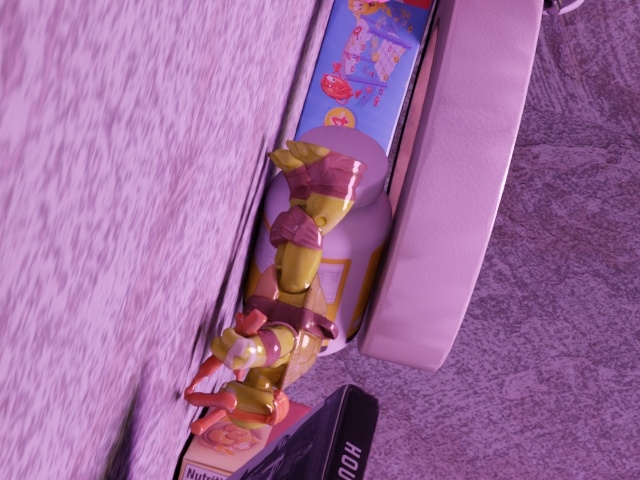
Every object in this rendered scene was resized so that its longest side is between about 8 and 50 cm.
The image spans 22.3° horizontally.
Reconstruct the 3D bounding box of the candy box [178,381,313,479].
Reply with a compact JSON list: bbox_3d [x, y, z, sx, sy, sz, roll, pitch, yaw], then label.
[{"bbox_3d":[-0.093,0.294,1.307,0.183,0.087,0.316,-67,172,-76],"label":"candy box"}]

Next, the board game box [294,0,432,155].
[{"bbox_3d":[0.029,-0.103,1.588,0.302,0.086,0.308,61,45,-87],"label":"board game box"}]

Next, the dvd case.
[{"bbox_3d":[-0.062,0.198,0.845,0.239,0.029,0.179,-44,-160,40],"label":"dvd case"}]

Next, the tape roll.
[{"bbox_3d":[0.109,-0.083,1.388,0.392,0.072,0.392,-167,-90,-89],"label":"tape roll"}]

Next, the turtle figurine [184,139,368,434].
[{"bbox_3d":[-0.026,0.043,1.135,0.269,0.087,0.217,87,19,-85],"label":"turtle figurine"}]

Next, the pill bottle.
[{"bbox_3d":[0.000,0.000,1.305,0.103,0.103,0.184,-72,178,-47],"label":"pill bottle"}]

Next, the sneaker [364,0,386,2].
[{"bbox_3d":[0.048,-0.258,1.207,0.075,0.063,0.170,98,6,-63],"label":"sneaker"}]

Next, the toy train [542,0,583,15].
[{"bbox_3d":[0.182,-0.367,1.541,0.334,0.142,0.190,56,36,-44],"label":"toy train"}]
